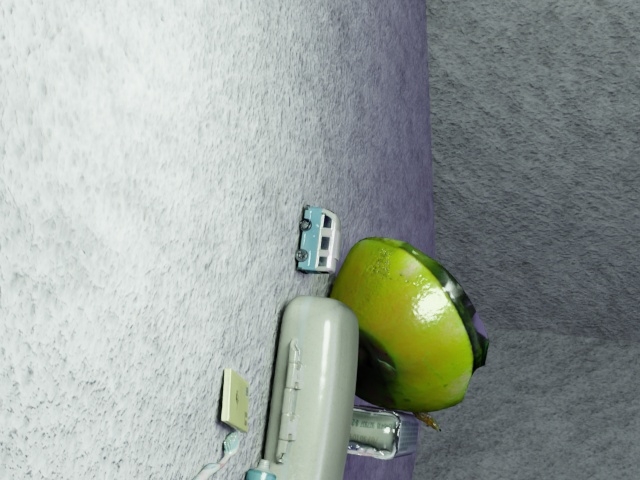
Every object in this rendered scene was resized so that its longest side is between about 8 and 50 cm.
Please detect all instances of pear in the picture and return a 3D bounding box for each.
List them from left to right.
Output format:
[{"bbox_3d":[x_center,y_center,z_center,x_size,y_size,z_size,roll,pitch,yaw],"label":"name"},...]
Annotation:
[{"bbox_3d":[0.135,0.202,2.033,0.165,0.399,0.398,-34,136,-32],"label":"pear"}]

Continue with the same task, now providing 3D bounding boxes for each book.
[{"bbox_3d":[-0.126,0.238,1.484,0.111,0.014,0.077,62,27,-68],"label":"book"}]

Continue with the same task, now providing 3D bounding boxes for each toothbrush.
[{"bbox_3d":[-0.157,0.324,1.382,0.269,0.021,0.027,-43,117,-73],"label":"toothbrush"}]

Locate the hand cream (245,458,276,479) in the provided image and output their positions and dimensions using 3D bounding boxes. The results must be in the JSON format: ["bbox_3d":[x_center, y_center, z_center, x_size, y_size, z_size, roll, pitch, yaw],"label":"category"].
[{"bbox_3d":[-0.115,0.459,1.586,0.083,0.048,0.224,65,37,-70],"label":"hand cream"}]

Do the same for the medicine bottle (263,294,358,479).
[{"bbox_3d":[-0.012,0.291,1.779,0.282,0.123,0.375,46,49,-75],"label":"medicine bottle"}]

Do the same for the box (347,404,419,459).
[{"bbox_3d":[0.105,0.419,2.200,0.370,0.190,0.112,36,60,-74],"label":"box"}]

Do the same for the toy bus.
[{"bbox_3d":[0.000,0.000,1.830,0.060,0.075,0.123,43,53,-74],"label":"toy bus"}]

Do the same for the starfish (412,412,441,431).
[{"bbox_3d":[0.157,0.273,2.334,0.358,0.078,0.347,39,-26,59],"label":"starfish"}]
